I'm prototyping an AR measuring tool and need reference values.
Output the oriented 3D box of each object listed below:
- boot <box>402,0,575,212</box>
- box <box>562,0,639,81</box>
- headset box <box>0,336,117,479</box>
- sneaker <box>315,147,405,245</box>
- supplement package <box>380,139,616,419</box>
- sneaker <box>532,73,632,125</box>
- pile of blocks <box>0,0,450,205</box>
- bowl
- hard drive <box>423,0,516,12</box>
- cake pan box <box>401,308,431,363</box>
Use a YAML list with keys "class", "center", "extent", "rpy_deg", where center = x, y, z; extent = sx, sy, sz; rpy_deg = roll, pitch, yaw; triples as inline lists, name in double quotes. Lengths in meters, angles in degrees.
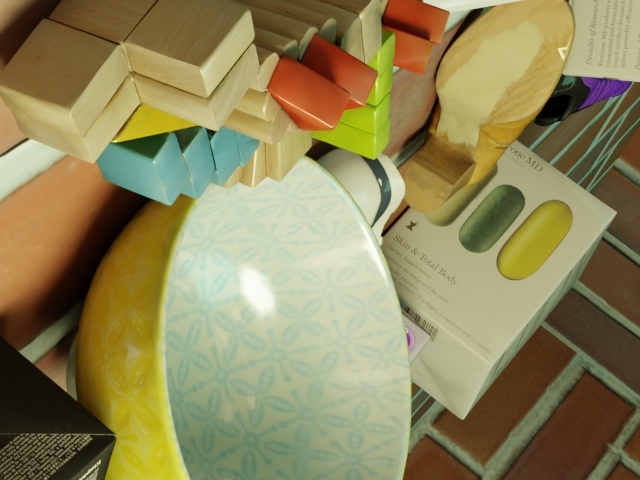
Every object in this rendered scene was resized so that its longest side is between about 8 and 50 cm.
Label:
- class: "boot"
  center: [0.189, -0.170, 1.380]
  extent: [0.211, 0.104, 0.295]
  rpy_deg: [-47, 171, -48]
- class: "box"
  center: [0.325, -0.254, 1.385]
  extent: [0.181, 0.119, 0.181]
  rpy_deg: [-25, 121, -68]
- class: "headset box"
  center: [-0.252, 0.222, 0.826]
  extent: [0.218, 0.110, 0.293]
  rpy_deg: [-42, 164, -37]
- class: "sneaker"
  center: [0.000, 0.000, 1.211]
  extent: [0.095, 0.090, 0.235]
  rpy_deg: [-34, 155, -26]
- class: "supplement package"
  center: [0.191, 0.038, 1.693]
  extent: [0.262, 0.199, 0.198]
  rpy_deg: [-47, 166, -23]
- class: "sneaker"
  center: [0.308, -0.205, 1.697]
  extent: [0.146, 0.102, 0.293]
  rpy_deg: [-50, 163, 9]
- class: "pile of blocks"
  center: [-0.018, -0.077, 0.738]
  extent: [0.362, 0.113, 0.149]
  rpy_deg: [-30, 137, -59]
- class: "bowl"
  center: [-0.074, 0.091, 0.917]
  extent: [0.156, 0.289, 0.289]
  rpy_deg: [-10, -168, 32]
- class: "hard drive"
  center: [0.139, -0.270, 0.856]
  extent: [0.203, 0.040, 0.307]
  rpy_deg: [-15, 148, -31]
- class: "cake pan box"
  center: [0.018, 0.187, 1.500]
  extent: [0.245, 0.070, 0.267]
  rpy_deg: [-49, 174, -6]
